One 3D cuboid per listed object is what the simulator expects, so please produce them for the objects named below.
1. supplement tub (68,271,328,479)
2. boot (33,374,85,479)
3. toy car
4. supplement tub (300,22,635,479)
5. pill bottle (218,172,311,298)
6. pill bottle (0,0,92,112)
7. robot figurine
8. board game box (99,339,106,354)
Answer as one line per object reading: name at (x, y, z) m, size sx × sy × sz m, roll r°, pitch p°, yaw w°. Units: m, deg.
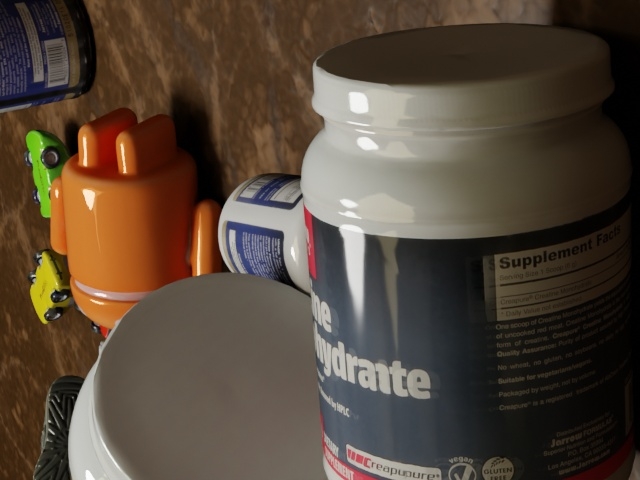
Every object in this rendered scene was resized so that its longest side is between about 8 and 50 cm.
supplement tub at (-0.079, 0.185, 1.190) m, size 0.228 × 0.228 × 0.316 m, roll 61°, pitch 160°, yaw 25°
boot at (-0.298, 0.267, 1.768) m, size 0.208 × 0.076 × 0.189 m, roll 122°, pitch 157°, yaw -57°
toy car at (-0.272, -0.013, 1.675) m, size 0.239 × 0.053 × 0.224 m, roll 3°, pitch 105°, yaw 60°
supplement tub at (0.088, 0.022, 0.903) m, size 0.191 × 0.191 × 0.272 m, roll 24°, pitch 123°, yaw 55°
pill bottle at (0.000, 0.000, 1.151) m, size 0.169 × 0.094 × 0.094 m, roll 11°, pitch 112°, yaw 59°
pill bottle at (-0.354, -0.186, 1.565) m, size 0.123 × 0.219 × 0.122 m, roll 35°, pitch 132°, yaw 51°
robot figurine at (-0.172, -0.008, 1.422) m, size 0.128 × 0.158 × 0.219 m, roll -112°, pitch 20°, yaw -65°
board game box at (-0.140, 0.255, 1.564) m, size 0.305 × 0.053 × 0.193 m, roll 44°, pitch 139°, yaw 44°
